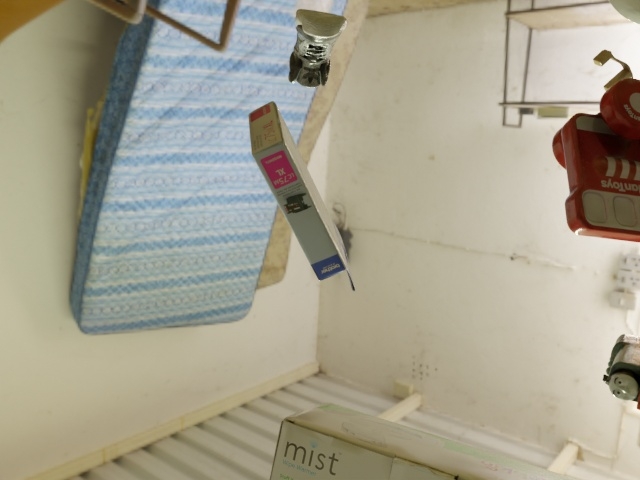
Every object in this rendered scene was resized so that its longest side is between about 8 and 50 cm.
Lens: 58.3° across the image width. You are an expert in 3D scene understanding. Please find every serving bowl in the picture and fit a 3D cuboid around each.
[{"bbox_3d":[0.333,-0.261,0.581,0.083,0.084,0.027,1,166,-10],"label":"serving bowl"}]

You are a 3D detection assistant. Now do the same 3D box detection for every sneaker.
[{"bbox_3d":[-0.010,-0.388,1.176,0.101,0.153,0.269,7,-158,-6],"label":"sneaker"}]

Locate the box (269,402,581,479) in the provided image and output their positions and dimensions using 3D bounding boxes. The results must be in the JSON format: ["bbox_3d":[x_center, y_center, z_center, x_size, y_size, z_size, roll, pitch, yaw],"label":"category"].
[{"bbox_3d":[0.079,0.292,0.492,0.261,0.231,0.126,10,175,24],"label":"box"}]

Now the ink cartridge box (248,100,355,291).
[{"bbox_3d":[-0.030,-0.065,0.990,0.065,0.311,0.186,-25,-148,7],"label":"ink cartridge box"}]

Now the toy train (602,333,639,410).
[{"bbox_3d":[0.865,0.350,1.519,0.190,0.143,0.333,9,-164,32],"label":"toy train"}]

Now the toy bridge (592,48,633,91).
[{"bbox_3d":[0.678,-0.363,1.304,0.188,0.063,0.026,42,-173,-37],"label":"toy bridge"}]

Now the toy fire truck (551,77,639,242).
[{"bbox_3d":[0.544,-0.108,0.964,0.301,0.254,0.169,8,160,-11],"label":"toy fire truck"}]
